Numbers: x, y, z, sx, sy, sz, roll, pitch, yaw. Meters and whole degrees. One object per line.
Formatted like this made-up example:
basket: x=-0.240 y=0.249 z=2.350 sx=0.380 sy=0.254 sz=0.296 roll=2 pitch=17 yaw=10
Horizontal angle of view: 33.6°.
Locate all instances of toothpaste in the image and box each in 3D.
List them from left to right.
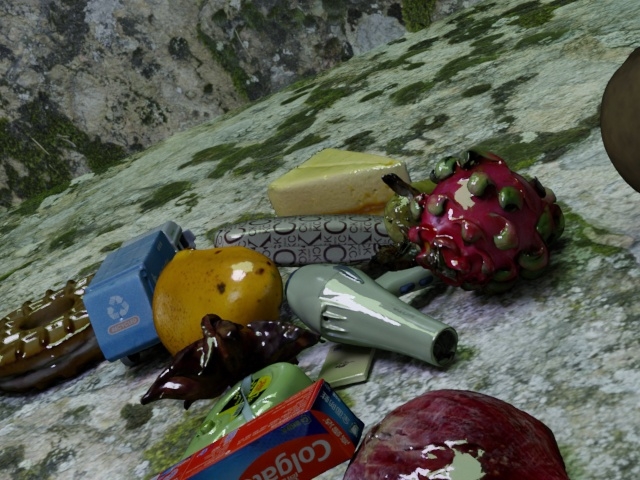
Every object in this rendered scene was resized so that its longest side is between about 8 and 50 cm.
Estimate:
toothpaste: x=-0.095 y=0.265 z=1.209 sx=0.320 sy=0.076 sz=0.066 roll=-35 pitch=12 yaw=31

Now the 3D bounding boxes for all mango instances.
mango: x=-0.155 y=0.107 z=1.641 sx=0.159 sy=0.191 sz=0.290 roll=5 pitch=-18 yaw=-34

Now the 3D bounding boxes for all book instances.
book: x=0.039 y=0.175 z=1.510 sx=0.077 sy=0.014 sz=0.111 roll=-17 pitch=20 yaw=21

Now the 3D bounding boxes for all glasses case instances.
glasses case: x=0.000 y=0.000 z=1.762 sx=0.354 sy=0.085 sz=0.137 roll=-1 pitch=8 yaw=-2

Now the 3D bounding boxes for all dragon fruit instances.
dragon fruit: x=0.247 y=-0.017 z=1.529 sx=0.218 sy=0.272 sz=0.198 roll=22 pitch=90 yaw=48

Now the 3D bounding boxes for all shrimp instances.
shrimp: x=0.110 y=-0.027 z=1.547 sx=0.035 sy=0.148 sz=0.195 roll=-22 pitch=-6 yaw=39

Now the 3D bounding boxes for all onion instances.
onion: x=0.147 y=0.231 z=1.085 sx=0.283 sy=0.120 sz=0.227 roll=-3 pitch=34 yaw=46

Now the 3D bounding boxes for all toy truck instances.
toy truck: x=-0.302 y=0.092 z=1.901 sx=0.146 sy=0.175 sz=0.367 roll=-23 pitch=18 yaw=10

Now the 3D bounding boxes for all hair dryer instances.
hair dryer: x=0.128 y=0.091 z=1.508 sx=0.298 sy=0.119 sz=0.296 roll=-11 pitch=23 yaw=-19

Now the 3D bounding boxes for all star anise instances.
star anise: x=-0.128 y=0.153 z=1.473 sx=0.271 sy=0.103 sz=0.272 roll=-18 pitch=-19 yaw=-7

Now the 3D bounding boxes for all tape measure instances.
tape measure: x=-0.078 y=0.237 z=1.358 sx=0.175 sy=0.106 sz=0.200 roll=-32 pitch=12 yaw=27

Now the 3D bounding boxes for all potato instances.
potato: x=0.201 y=-0.044 z=1.683 sx=0.225 sy=0.117 sz=0.090 roll=-8 pitch=1 yaw=-26

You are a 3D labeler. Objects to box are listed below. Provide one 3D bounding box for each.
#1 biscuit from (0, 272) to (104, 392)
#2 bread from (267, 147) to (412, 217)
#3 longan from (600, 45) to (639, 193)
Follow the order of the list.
biscuit: x=-0.503 y=0.173 z=2.030 sx=0.332 sy=0.103 sz=0.332 roll=-23 pitch=19 yaw=8
bread: x=0.046 y=-0.055 z=1.874 sx=0.163 sy=0.168 sz=0.264 roll=-34 pitch=22 yaw=-21
longan: x=0.538 y=-0.177 z=1.417 sx=0.318 sy=0.319 sz=0.319 roll=-22 pitch=19 yaw=8
